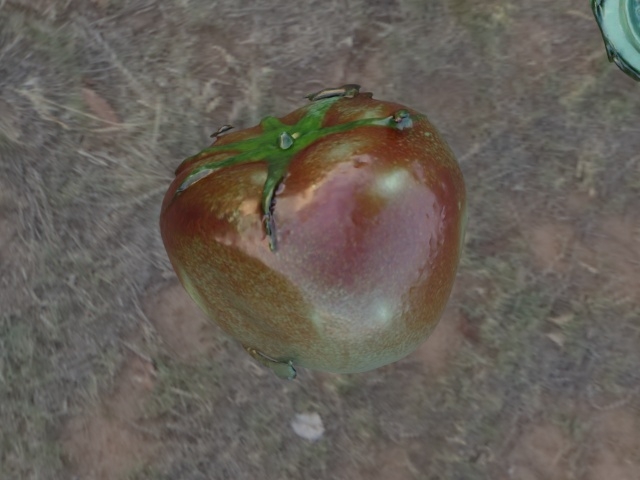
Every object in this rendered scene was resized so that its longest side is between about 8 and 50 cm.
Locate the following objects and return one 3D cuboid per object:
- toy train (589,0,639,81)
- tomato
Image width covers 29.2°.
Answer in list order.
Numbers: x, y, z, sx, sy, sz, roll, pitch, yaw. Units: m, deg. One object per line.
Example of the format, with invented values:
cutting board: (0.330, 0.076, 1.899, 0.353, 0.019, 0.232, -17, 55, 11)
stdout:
toy train: (0.267, -0.279, 0.710, 0.272, 0.179, 0.442, -15, 104, 22)
tomato: (0.000, 0.000, 1.204, 0.303, 0.303, 0.239, -24, 114, -12)
